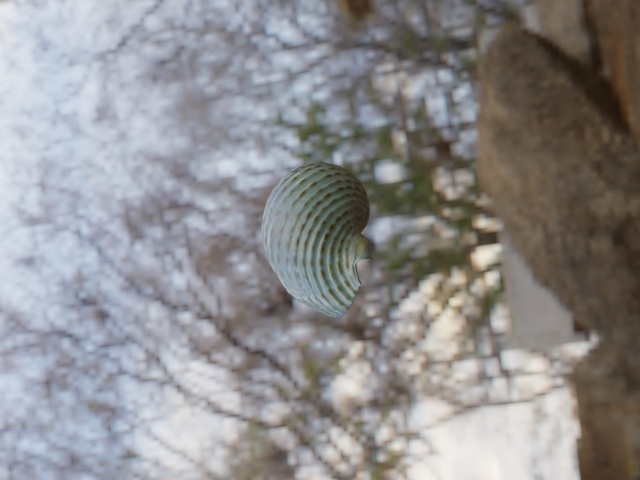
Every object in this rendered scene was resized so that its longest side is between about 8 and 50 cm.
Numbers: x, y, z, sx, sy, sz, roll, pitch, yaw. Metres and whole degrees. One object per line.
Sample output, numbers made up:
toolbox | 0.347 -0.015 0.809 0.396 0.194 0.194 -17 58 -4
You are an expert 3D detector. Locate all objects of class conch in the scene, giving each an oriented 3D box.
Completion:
conch | -0.007 -0.002 1.740 0.153 0.102 0.135 -90 10 -57
